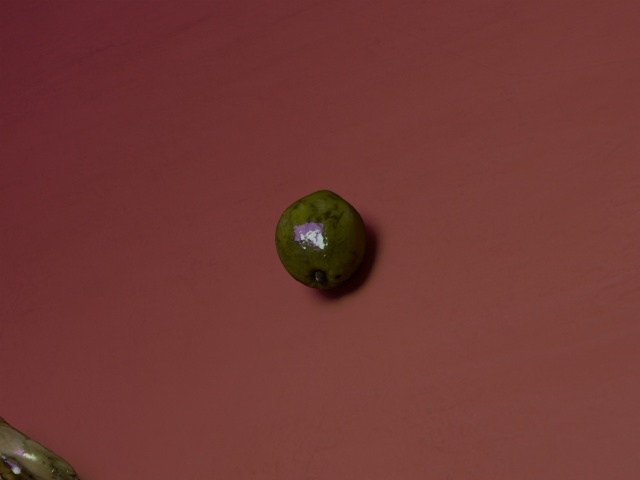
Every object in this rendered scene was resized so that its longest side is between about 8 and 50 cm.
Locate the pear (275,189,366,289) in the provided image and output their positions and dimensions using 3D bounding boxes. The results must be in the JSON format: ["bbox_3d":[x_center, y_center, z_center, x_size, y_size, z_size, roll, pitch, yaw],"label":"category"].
[{"bbox_3d":[0.000,0.000,2.147,0.107,0.107,0.131,-28,32,26],"label":"pear"}]

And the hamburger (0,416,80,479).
[{"bbox_3d":[-0.396,0.288,2.259,0.124,0.131,0.262,-54,29,-12],"label":"hamburger"}]
